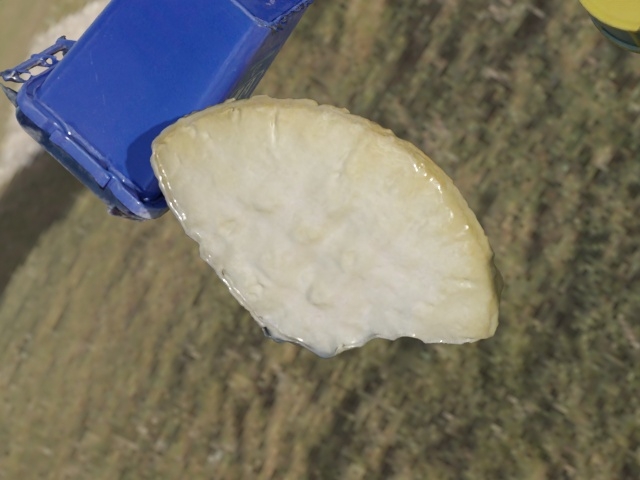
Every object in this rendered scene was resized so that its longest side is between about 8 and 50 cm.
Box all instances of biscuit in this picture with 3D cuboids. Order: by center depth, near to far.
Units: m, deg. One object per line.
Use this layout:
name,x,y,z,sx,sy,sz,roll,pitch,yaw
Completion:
biscuit,0.000,0.000,1.055,0.040,0.265,0.188,-54,-12,-61

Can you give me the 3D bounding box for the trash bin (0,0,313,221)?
trash bin,-0.130,-0.155,1.284,0.234,0.184,0.162,-48,0,34

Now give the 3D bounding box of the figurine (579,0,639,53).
figurine,0.254,-0.116,0.906,0.158,0.275,0.161,15,76,31
